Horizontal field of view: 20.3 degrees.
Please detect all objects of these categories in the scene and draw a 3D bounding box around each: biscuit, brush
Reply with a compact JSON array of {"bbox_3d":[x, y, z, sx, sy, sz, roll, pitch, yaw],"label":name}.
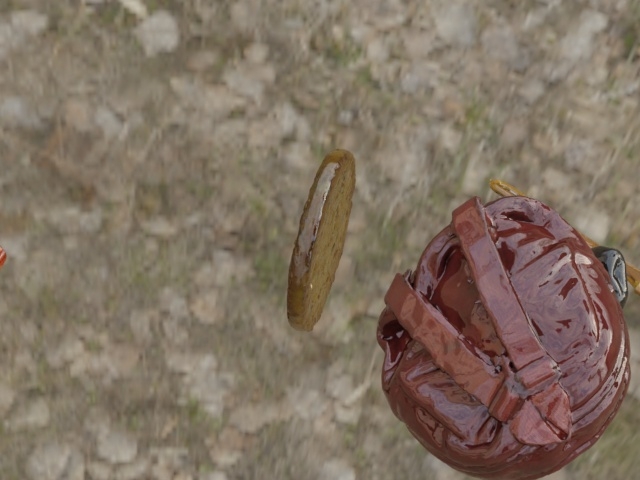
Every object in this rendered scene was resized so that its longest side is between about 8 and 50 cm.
[{"bbox_3d":[-0.001,0.000,1.765,0.027,0.188,0.188,14,62,9],"label":"biscuit"},{"bbox_3d":[0.315,0.013,2.031,0.314,0.090,0.017,36,108,24],"label":"brush"}]

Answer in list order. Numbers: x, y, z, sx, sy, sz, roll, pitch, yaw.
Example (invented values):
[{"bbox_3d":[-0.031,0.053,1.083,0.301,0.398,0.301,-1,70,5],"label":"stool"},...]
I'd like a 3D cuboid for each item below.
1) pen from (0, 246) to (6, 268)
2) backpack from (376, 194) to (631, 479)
[{"bbox_3d":[-0.325,0.084,1.460,0.028,0.028,0.239,24,47,7],"label":"pen"},{"bbox_3d":[0.147,0.085,1.400,0.229,0.139,0.229,-20,53,28],"label":"backpack"}]
